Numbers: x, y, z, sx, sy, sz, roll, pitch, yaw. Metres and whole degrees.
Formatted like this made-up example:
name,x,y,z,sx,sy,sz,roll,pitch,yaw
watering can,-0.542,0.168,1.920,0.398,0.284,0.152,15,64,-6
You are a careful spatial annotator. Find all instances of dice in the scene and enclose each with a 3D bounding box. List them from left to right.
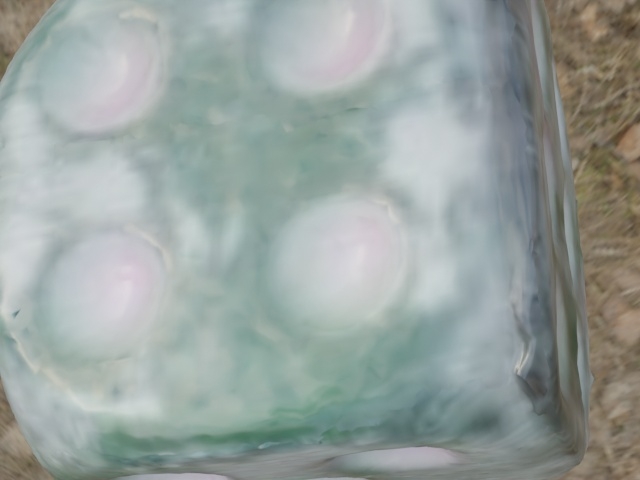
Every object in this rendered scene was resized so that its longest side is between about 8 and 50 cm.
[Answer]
name,x,y,z,sx,sy,sz,roll,pitch,yaw
dice,0.000,0.000,1.064,0.348,0.330,0.328,-9,72,18
